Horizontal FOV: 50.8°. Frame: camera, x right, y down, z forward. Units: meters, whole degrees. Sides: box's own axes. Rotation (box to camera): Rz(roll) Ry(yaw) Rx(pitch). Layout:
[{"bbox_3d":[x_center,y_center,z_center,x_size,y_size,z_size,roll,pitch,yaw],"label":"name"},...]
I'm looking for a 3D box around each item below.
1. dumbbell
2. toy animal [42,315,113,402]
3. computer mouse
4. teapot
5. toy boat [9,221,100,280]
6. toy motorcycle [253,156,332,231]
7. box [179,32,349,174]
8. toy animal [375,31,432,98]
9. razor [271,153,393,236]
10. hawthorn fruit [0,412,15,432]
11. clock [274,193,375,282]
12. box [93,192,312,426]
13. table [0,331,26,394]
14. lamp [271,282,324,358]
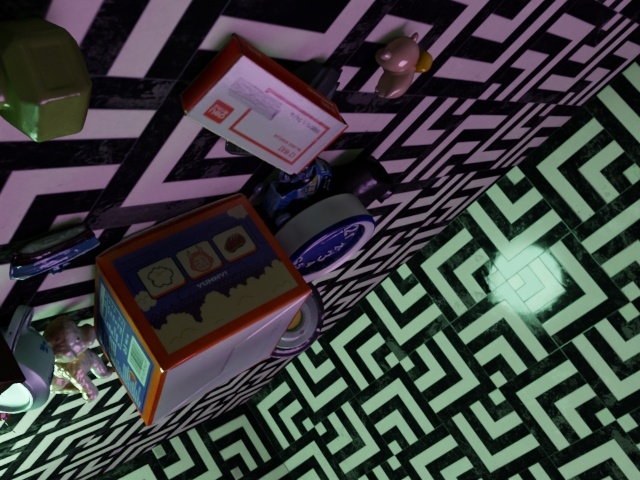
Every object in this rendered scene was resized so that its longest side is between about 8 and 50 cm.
[{"bbox_3d":[-0.358,-0.121,0.592,0.302,0.121,0.108,-23,-171,-37],"label":"dumbbell"},{"bbox_3d":[-0.517,0.215,1.307,0.185,0.184,0.104,88,14,-51],"label":"toy animal"},{"bbox_3d":[-0.051,-0.199,1.078,0.231,0.071,0.126,-33,165,-12],"label":"computer mouse"},{"bbox_3d":[-0.535,0.206,1.180,0.159,0.159,0.232,-22,150,-41],"label":"teapot"},{"bbox_3d":[-0.401,0.021,1.015,0.137,0.060,0.060,-29,143,-34],"label":"toy boat"},{"bbox_3d":[-0.053,-0.097,1.347,0.136,0.092,0.254,-26,161,-33],"label":"toy motorcycle"},{"bbox_3d":[-0.075,-0.183,0.961,0.123,0.050,0.229,-40,141,21],"label":"box"},{"bbox_3d":[0.123,-0.304,1.147,0.114,0.091,0.082,-48,136,-1],"label":"toy animal"},{"bbox_3d":[0.015,-0.065,1.550,0.327,0.107,0.189,-41,162,19],"label":"razor"},{"bbox_3d":[-0.665,0.359,1.402,0.067,0.103,0.066,-28,155,-14],"label":"hawthorn fruit"},{"bbox_3d":[0.000,0.000,1.400,0.231,0.083,0.230,-31,160,-13],"label":"clock"},{"bbox_3d":[-0.251,0.138,1.323,0.319,0.256,0.348,-28,163,-30],"label":"box"},{"bbox_3d":[-0.575,0.191,0.956,0.193,0.169,0.172,-39,164,12],"label":"table"},{"bbox_3d":[-0.106,0.169,1.660,0.374,0.204,0.272,-20,-169,-40],"label":"lamp"}]
